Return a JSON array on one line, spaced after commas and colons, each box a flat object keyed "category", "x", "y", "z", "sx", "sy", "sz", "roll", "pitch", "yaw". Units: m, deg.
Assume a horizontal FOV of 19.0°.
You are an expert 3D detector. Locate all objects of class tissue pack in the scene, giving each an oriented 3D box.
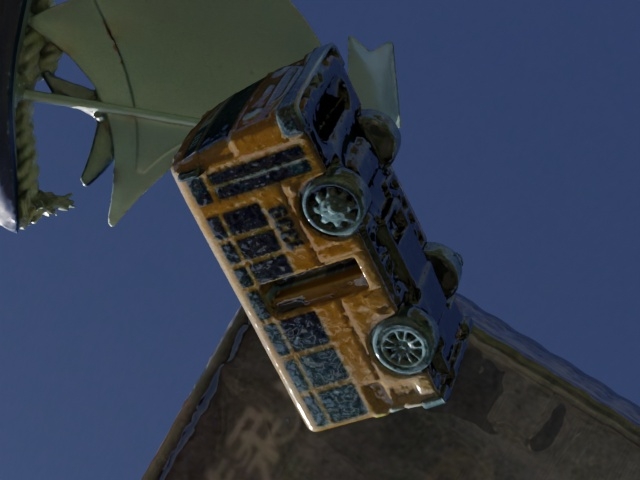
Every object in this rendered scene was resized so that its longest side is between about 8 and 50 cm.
[{"category": "tissue pack", "x": 0.088, "y": 0.203, "z": 1.136, "sx": 0.394, "sy": 0.124, "sz": 0.288, "roll": 32, "pitch": -85, "yaw": 16}]

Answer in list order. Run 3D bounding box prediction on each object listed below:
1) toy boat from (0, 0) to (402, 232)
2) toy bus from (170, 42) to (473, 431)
[{"category": "toy boat", "x": -0.112, "y": -0.086, "z": 1.113, "sx": 0.291, "sy": 0.070, "sz": 0.210, "roll": 31, "pitch": -88, "yaw": -5}, {"category": "toy bus", "x": 0.000, "y": 0.000, "z": 0.994, "sx": 0.182, "sy": 0.103, "sz": 0.091, "roll": 63, "pitch": -154, "yaw": -21}]
